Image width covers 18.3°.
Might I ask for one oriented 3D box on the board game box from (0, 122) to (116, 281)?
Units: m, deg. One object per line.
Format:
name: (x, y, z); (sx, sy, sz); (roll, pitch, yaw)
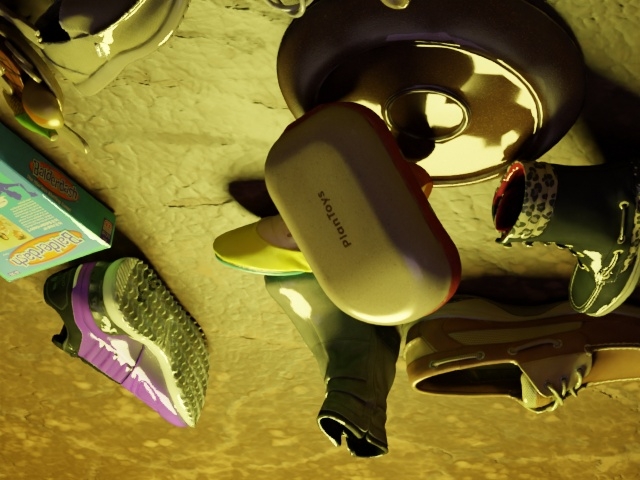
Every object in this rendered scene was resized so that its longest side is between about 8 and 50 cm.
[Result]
board game box: (-0.354, -0.043, 2.192); (0.160, 0.047, 0.210); (-18, 138, 31)

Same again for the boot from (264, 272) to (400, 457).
boot: (0.018, 0.140, 2.287); (0.083, 0.161, 0.246); (-17, 139, 30)

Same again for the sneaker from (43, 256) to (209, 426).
sneaker: (-0.238, 0.120, 2.373); (0.146, 0.102, 0.293); (-3, 140, 22)

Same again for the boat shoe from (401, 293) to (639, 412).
boat shoe: (0.252, 0.142, 2.282); (0.324, 0.120, 0.123); (2, 146, 9)

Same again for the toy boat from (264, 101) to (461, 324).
toy boat: (0.061, -0.034, 1.969); (0.151, 0.151, 0.231); (-29, 89, 42)

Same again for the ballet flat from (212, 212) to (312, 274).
ballet flat: (0.000, 0.000, 2.179); (0.231, 0.077, 0.077); (10, 125, -8)

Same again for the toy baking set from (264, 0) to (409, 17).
toy baking set: (-0.015, -0.272, 1.773); (0.256, 0.030, 0.197); (3, 141, 30)

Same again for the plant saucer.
plant saucer: (0.107, -0.141, 1.965); (0.310, 0.050, 0.311); (6, 147, 4)

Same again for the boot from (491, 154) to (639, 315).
boot: (0.254, -0.007, 2.060); (0.178, 0.085, 0.236); (-1, 142, -19)

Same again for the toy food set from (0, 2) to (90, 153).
toy food set: (-0.301, -0.161, 1.963); (0.132, 0.038, 0.192); (36, 158, 31)

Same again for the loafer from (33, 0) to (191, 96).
loafer: (-0.193, -0.220, 1.855); (0.092, 0.102, 0.268); (25, 145, -21)
